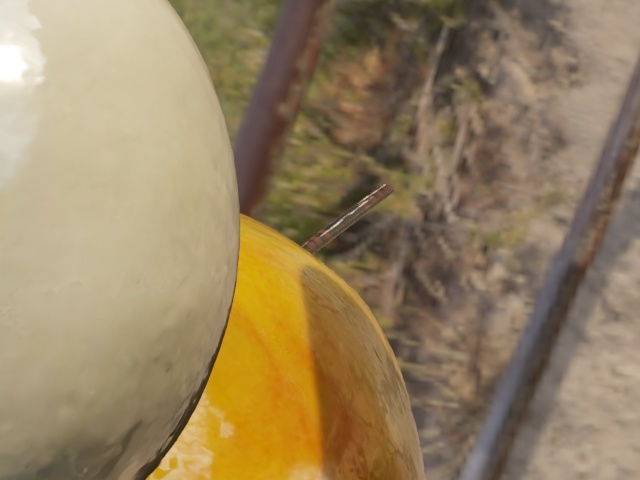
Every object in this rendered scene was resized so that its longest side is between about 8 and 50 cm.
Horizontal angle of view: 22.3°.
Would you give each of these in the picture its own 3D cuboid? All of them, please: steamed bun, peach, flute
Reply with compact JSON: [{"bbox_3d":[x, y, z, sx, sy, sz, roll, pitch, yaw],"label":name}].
[{"bbox_3d":[-0.113,-0.003,0.542,0.232,0.145,0.231,-6,82,49],"label":"steamed bun"},{"bbox_3d":[-0.078,0.147,0.820,0.289,0.289,0.308,-20,98,48],"label":"peach"},{"bbox_3d":[0.000,0.000,1.333,0.014,0.269,0.014,11,115,24],"label":"flute"}]
